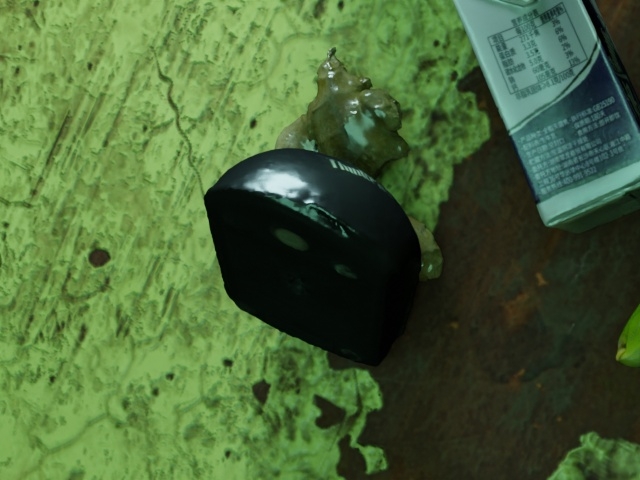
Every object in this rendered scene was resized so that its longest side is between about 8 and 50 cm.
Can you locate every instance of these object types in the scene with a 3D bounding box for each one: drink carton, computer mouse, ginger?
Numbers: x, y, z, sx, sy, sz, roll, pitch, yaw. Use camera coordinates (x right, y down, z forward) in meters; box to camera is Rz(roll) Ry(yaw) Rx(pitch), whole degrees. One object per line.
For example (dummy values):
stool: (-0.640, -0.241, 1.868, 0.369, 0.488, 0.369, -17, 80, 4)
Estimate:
drink carton: (0.196, -0.126, 1.126, 0.102, 0.134, 0.222, -26, 79, 20)
computer mouse: (0.000, 0.000, 1.133, 0.170, 0.269, 0.100, 26, 68, 11)
ginger: (0.042, -0.060, 1.219, 0.214, 0.059, 0.133, 46, 107, 17)

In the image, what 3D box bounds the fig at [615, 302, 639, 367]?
fig: (0.320, -0.003, 1.013, 0.206, 0.206, 0.275, 39, 78, 17)
